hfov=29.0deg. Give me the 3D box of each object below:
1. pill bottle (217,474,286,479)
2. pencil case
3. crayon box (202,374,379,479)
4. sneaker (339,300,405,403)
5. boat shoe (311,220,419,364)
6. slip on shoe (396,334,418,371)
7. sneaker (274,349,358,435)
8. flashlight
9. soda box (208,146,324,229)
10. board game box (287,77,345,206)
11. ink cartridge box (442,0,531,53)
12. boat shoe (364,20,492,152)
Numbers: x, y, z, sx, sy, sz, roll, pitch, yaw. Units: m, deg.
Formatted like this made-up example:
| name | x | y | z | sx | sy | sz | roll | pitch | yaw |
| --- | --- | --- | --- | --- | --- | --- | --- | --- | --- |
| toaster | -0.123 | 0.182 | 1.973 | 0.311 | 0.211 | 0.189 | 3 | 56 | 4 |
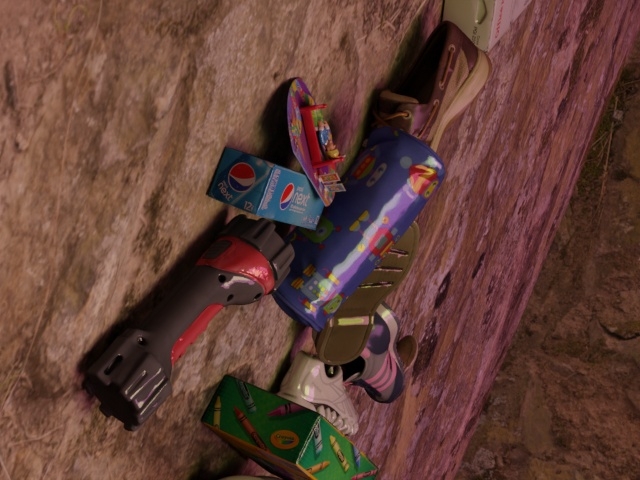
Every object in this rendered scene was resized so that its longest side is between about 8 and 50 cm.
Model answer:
| name | x | y | z | sx | sy | sz | roll | pitch | yaw |
| --- | --- | --- | --- | --- | --- | --- | --- | --- | --- |
| pill bottle | -0.075 | 0.484 | 1.894 | 0.224 | 0.224 | 0.392 | -62 | 160 | -13 |
| pencil case | 0.040 | -0.024 | 1.704 | 0.306 | 0.133 | 0.119 | -51 | 146 | -6 |
| crayon box | -0.038 | 0.303 | 1.816 | 0.081 | 0.165 | 0.278 | -63 | 151 | -15 |
| sneaker | 0.069 | 0.216 | 2.173 | 0.131 | 0.112 | 0.319 | -42 | 148 | -21 |
| boat shoe | 0.051 | 0.052 | 1.871 | 0.113 | 0.103 | 0.302 | 5 | 131 | -27 |
| slip on shoe | 0.150 | 0.243 | 2.465 | 0.135 | 0.051 | 0.041 | -54 | 145 | -16 |
| sneaker | 0.007 | 0.253 | 2.039 | 0.292 | 0.110 | 0.118 | 39 | 66 | -70 |
| flashlight | -0.150 | 0.096 | 1.466 | 0.304 | 0.103 | 0.103 | -52 | 172 | -35 |
| soda box | -0.059 | -0.063 | 1.559 | 0.067 | 0.071 | 0.210 | -69 | 160 | 2 |
| board game box | 0.005 | -0.131 | 1.585 | 0.168 | 0.033 | 0.133 | 59 | 27 | -46 |
| ink cartridge box | 0.286 | -0.429 | 2.010 | 0.218 | 0.092 | 0.158 | -52 | 155 | -40 |
| boat shoe | 0.124 | -0.184 | 1.871 | 0.342 | 0.123 | 0.123 | -53 | 127 | -8 |
